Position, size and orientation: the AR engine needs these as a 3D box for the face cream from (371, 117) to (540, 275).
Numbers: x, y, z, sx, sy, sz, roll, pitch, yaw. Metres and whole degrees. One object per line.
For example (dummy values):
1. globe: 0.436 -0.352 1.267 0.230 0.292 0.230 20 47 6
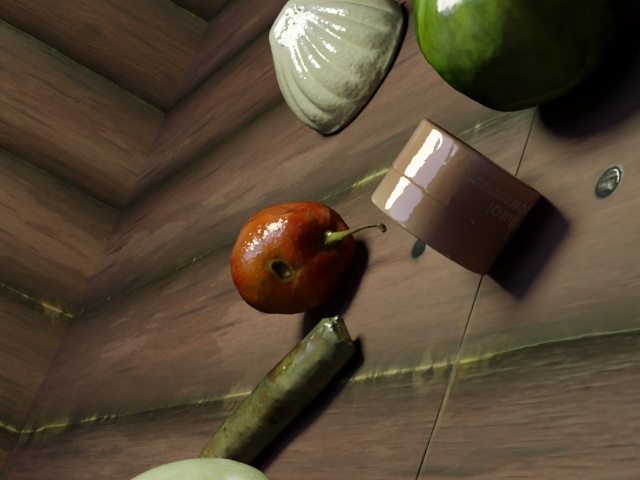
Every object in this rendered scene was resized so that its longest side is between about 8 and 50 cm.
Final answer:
1. face cream: 0.141 -0.046 1.162 0.104 0.149 0.149 -56 20 9

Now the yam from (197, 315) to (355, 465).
1. yam: -0.061 0.212 1.423 0.317 0.067 0.071 -49 53 27

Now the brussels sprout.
1. brussels sprout: 0.206 -0.267 1.198 0.210 0.219 0.271 -36 48 43

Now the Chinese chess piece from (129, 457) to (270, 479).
1. Chinese chess piece: -0.111 0.378 1.015 0.349 0.146 0.349 178 90 -71

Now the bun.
1. bun: 0.002 -0.326 1.845 0.263 0.175 0.263 -50 24 31

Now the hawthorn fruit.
1. hawthorn fruit: 0.000 0.000 1.459 0.285 0.165 0.165 -30 36 45
